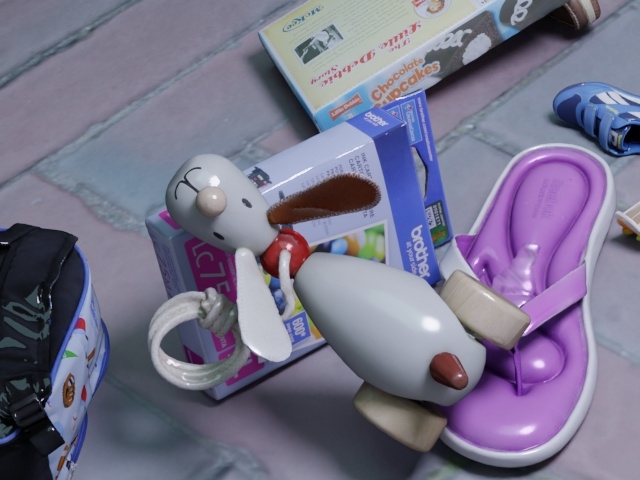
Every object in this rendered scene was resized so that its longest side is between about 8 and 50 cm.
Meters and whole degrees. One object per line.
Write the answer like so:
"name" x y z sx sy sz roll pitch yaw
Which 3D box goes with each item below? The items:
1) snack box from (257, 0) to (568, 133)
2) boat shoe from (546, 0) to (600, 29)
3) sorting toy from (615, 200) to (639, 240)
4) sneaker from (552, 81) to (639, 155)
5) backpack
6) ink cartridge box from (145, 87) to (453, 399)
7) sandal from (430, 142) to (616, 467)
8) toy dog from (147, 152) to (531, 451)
"snack box" 0.104 -0.251 2.083 0.322 0.060 0.187 -31 41 0
"boat shoe" 0.220 -0.299 2.176 0.095 0.095 0.257 -38 42 -6
"sorting toy" 0.342 -0.014 1.840 0.083 0.045 0.075 -32 53 -27
"sneaker" 0.305 -0.125 1.967 0.144 0.053 0.059 15 47 28
"backpack" -0.310 0.113 1.684 0.276 0.213 0.263 10 51 13
"ink cartridge box" 0.000 0.000 1.771 0.311 0.186 0.065 -28 34 -23
"sandal" 0.180 0.034 1.761 0.169 0.102 0.416 1 42 15
"toy dog" 0.018 0.053 1.587 0.333 0.220 0.161 14 2 -4
